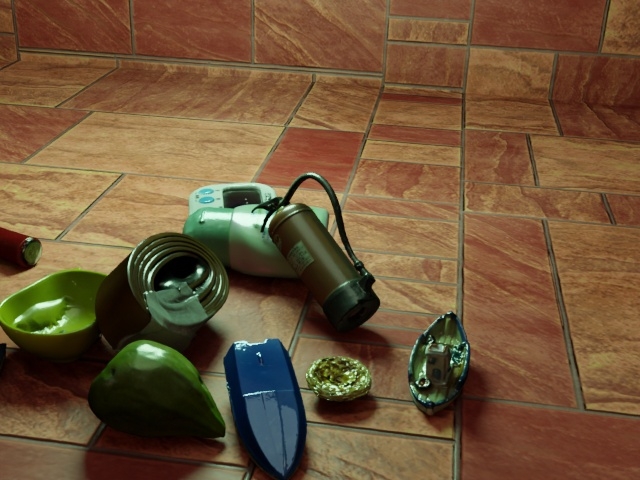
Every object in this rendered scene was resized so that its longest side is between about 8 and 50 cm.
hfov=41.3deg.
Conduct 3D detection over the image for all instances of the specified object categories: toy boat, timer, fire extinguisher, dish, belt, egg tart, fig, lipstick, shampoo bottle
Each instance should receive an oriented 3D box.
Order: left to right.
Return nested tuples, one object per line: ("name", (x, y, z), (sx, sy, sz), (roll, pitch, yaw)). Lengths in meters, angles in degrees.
("lipstick", (-0.783, 0.002, 2.060), (0.241, 0.080, 0.080), (15, 29, 26))
("dish", (-0.510, 0.161, 1.711), (0.221, 0.108, 0.262), (11, 28, 18))
("fig", (-0.282, 0.258, 1.468), (0.234, 0.167, 0.167), (3, 25, 18))
("belt", (-0.316, 0.111, 1.710), (0.217, 0.122, 0.338), (48, 24, -3))
("timer", (-0.228, -0.071, 2.244), (0.237, 0.087, 0.262), (-2, 26, -8))
("shampoo bottle", (-0.156, -0.002, 2.031), (0.350, 0.151, 0.221), (3, 38, 1))
("toy boat", (-0.092, 0.302, 1.487), (0.129, 0.088, 0.295), (-4, 37, -13))
("fire extinguisher", (0.003, 0.004, 1.850), (0.376, 0.200, 0.113), (52, 9, 26))
("egg tart", (0.034, 0.269, 1.596), (0.129, 0.049, 0.128), (4, 31, -3))
("toy boat", (0.230, 0.222, 1.630), (0.114, 0.115, 0.262), (9, 26, 13))

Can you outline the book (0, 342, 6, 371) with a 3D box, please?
("book", (-0.730, 0.308, 1.464), (0.300, 0.039, 0.428), (-2, 26, -9))
